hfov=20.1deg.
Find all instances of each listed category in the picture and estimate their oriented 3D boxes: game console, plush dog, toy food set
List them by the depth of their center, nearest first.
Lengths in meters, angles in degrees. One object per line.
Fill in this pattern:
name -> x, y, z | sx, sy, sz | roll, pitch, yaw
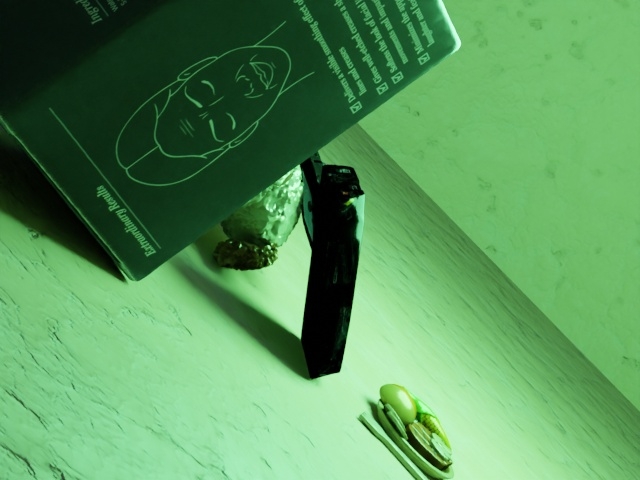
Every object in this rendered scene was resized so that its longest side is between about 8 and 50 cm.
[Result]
plush dog -> -0.082, -0.091, 2.040 | 0.262, 0.211, 0.225 | -81, 162, -45
toy food set -> 0.112, 0.219, 2.069 | 0.132, 0.038, 0.192 | 47, 10, 6
game console -> 0.000, 0.000, 2.071 | 0.044, 0.213, 0.361 | 5, 19, -8

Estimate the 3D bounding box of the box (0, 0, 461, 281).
box -> -0.115, -0.206, 1.660 | 0.212, 0.395, 0.293 | 52, -4, 36
